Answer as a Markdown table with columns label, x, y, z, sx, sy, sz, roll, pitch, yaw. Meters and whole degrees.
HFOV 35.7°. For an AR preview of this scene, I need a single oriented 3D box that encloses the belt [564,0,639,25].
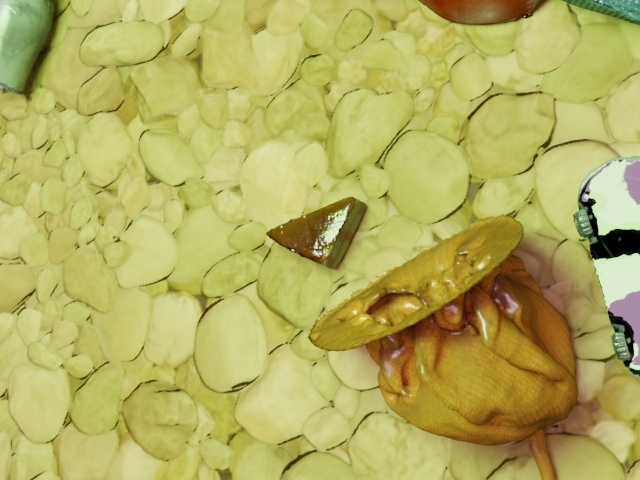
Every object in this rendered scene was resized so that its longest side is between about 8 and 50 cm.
| label | x | y | z | sx | sy | sz | roll | pitch | yaw |
| --- | --- | --- | --- | --- | --- | --- | --- | --- | --- |
| belt | 0.292 | -0.239 | 0.894 | 0.179 | 0.065 | 0.100 | 28 | 99 | 4 |

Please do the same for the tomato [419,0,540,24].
| label | x | y | z | sx | sy | sz | roll | pitch | yaw |
| --- | --- | --- | --- | --- | --- | --- | --- | --- | --- |
| tomato | 0.147 | -0.322 | 0.970 | 0.228 | 0.112 | 0.199 | 24 | 94 | 28 |

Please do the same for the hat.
| label | x | y | z | sx | sy | sz | roll | pitch | yaw |
| --- | --- | --- | --- | --- | --- | --- | --- | --- | --- |
| hat | 0.141 | 0.131 | 0.897 | 0.244 | 0.233 | 0.233 | -30 | 97 | 29 |

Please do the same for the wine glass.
| label | x | y | z | sx | sy | sz | roll | pitch | yaw |
| --- | --- | --- | --- | --- | --- | --- | --- | --- | --- |
| wine glass | -0.367 | -0.281 | 1.202 | 0.093 | 0.093 | 0.202 | 17 | 86 | 26 |

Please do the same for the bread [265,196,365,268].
| label | x | y | z | sx | sy | sz | roll | pitch | yaw |
| --- | --- | --- | --- | --- | --- | --- | --- | --- | --- |
| bread | 0.000 | 0.000 | 1.018 | 0.109 | 0.043 | 0.062 | -20 | 73 | 19 |

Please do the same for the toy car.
| label | x | y | z | sx | sy | sz | roll | pitch | yaw |
| --- | --- | --- | --- | --- | --- | --- | --- | --- | --- |
| toy car | 0.289 | 0.024 | 0.877 | 0.095 | 0.056 | 0.204 | -19 | 71 | 21 |
